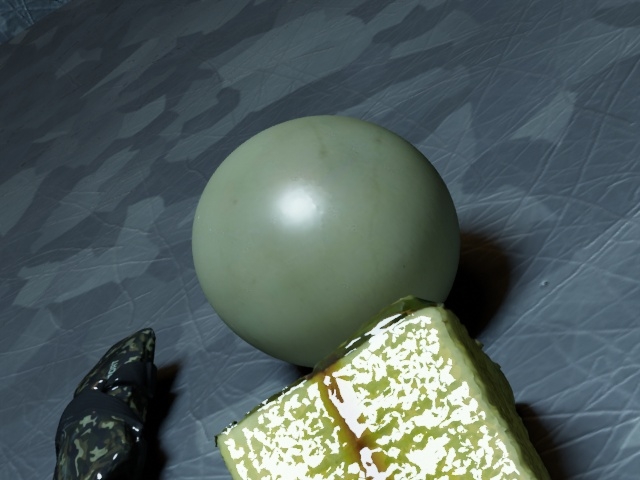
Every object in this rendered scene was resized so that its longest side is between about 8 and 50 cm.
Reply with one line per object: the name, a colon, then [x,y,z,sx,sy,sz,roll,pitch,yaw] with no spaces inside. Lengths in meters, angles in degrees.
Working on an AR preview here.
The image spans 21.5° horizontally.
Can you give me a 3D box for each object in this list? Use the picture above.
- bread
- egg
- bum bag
bread: [0.073,0.193,0.985,0.168,0.163,0.264,-31,56,8]
egg: [0.000,0.000,1.244,0.186,0.186,0.242,-43,22,-15]
bum bag: [-0.174,0.149,1.343,0.248,0.069,0.102,-98,28,-61]
